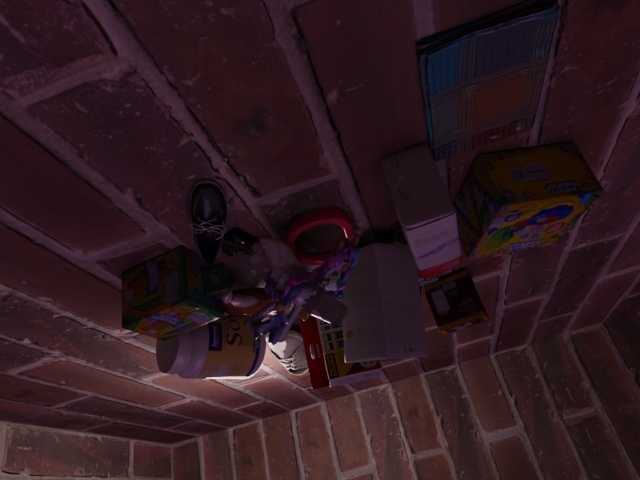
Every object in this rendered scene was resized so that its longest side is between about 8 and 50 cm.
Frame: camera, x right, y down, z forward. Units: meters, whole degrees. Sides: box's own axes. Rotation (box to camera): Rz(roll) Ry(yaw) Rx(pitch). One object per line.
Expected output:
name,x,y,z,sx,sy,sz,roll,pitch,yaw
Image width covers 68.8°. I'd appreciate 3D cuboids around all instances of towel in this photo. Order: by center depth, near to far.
towel,0.359,-0.324,1.023,0.271,0.040,0.370,-18,150,8

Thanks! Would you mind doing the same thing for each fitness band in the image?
fitness band,0.000,0.000,1.408,0.208,0.054,0.291,-17,151,1

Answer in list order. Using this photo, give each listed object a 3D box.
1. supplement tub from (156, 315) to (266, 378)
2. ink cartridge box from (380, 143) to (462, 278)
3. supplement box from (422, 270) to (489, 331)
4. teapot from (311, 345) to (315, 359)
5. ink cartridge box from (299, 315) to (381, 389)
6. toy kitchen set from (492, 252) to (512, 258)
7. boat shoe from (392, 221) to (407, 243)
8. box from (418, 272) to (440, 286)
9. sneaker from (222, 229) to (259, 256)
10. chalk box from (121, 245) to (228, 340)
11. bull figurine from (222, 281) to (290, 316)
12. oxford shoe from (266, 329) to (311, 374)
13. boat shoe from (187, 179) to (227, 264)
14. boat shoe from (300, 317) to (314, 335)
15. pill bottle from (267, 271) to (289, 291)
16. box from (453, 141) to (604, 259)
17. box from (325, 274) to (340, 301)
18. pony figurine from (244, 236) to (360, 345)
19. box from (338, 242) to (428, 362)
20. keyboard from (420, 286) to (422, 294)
supplement tub,-0.390,0.373,1.678,0.331,0.241,0.241,13,141,-38
ink cartridge box,0.271,-0.066,1.231,0.131,0.226,0.306,-19,150,8
supplement box,0.548,0.255,1.893,0.191,0.194,0.129,-24,155,18
teapot,0.084,0.551,2.220,0.255,0.187,0.253,-10,150,-9
ink cartridge box,0.067,0.398,1.835,0.271,0.310,0.130,-12,149,-4
toy kitchen set,0.667,-0.022,1.611,0.165,0.122,0.207,10,163,-35
boat shoe,0.319,-0.010,1.497,0.206,0.073,0.073,3,143,-29
box,0.339,0.127,1.758,0.232,0.044,0.159,-8,149,-10
sneaker,-0.236,0.017,1.340,0.089,0.051,0.170,-27,142,22
chalk box,-0.405,0.148,1.360,0.288,0.180,0.179,-24,148,15
bull figurine,-0.244,0.204,1.552,0.310,0.101,0.188,10,161,-34
oxford shoe,-0.136,0.503,2.094,0.168,0.130,0.449,-4,150,12
boat shoe,-0.284,-0.039,1.177,0.095,0.079,0.255,4,137,-13
boat shoe,0.073,0.397,2.036,0.324,0.117,0.097,7,149,-24
pill bottle,-0.103,0.130,1.541,0.087,0.087,0.160,-27,147,21
box,0.563,-0.107,1.332,0.289,0.177,0.279,-9,150,-7
box,0.048,0.193,1.748,0.145,0.038,0.186,3,142,-25
pony figurine,-0.056,0.139,1.319,0.363,0.303,0.351,-49,168,26
box,0.188,0.203,1.482,0.168,0.346,0.215,5,162,-30
keyboard,0.320,0.211,1.915,0.191,0.038,0.100,-7,126,-9
